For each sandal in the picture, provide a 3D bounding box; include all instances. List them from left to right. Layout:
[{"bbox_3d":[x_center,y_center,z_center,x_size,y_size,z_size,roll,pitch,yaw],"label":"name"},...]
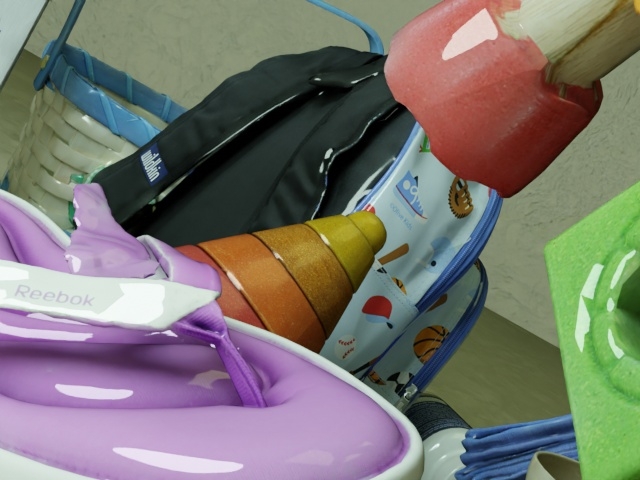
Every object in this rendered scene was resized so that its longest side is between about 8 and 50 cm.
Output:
[{"bbox_3d":[-0.130,0.024,0.689,0.169,0.102,0.416,-20,29,-40],"label":"sandal"}]

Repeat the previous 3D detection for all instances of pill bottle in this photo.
[{"bbox_3d":[0.084,0.156,1.047,0.067,0.067,0.120,26,6,-22],"label":"pill bottle"}]

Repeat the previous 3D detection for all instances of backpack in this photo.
[{"bbox_3d":[0.000,0.000,1.035,0.213,0.263,0.276,40,-2,-35],"label":"backpack"}]

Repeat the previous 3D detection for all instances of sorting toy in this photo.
[{"bbox_3d":[0.054,0.097,0.757,0.365,0.126,0.127,46,-15,35],"label":"sorting toy"}]

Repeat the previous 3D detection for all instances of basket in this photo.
[{"bbox_3d":[-0.112,-0.096,1.210,0.255,0.289,0.201,25,7,-24],"label":"basket"}]

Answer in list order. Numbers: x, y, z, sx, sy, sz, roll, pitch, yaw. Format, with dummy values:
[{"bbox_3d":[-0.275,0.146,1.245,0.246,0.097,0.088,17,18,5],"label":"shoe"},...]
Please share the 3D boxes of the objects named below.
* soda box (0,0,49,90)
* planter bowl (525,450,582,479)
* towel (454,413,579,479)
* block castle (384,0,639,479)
[{"bbox_3d":[-0.248,-0.147,1.009,0.098,0.286,0.091,28,4,-14],"label":"soda box"},{"bbox_3d":[0.160,0.201,0.791,0.162,0.109,0.162,28,5,-3],"label":"planter bowl"},{"bbox_3d":[0.264,0.160,0.994,0.336,0.243,0.040,36,41,-51],"label":"towel"},{"bbox_3d":[0.172,0.102,0.522,0.303,0.213,0.453,33,35,-29],"label":"block castle"}]
